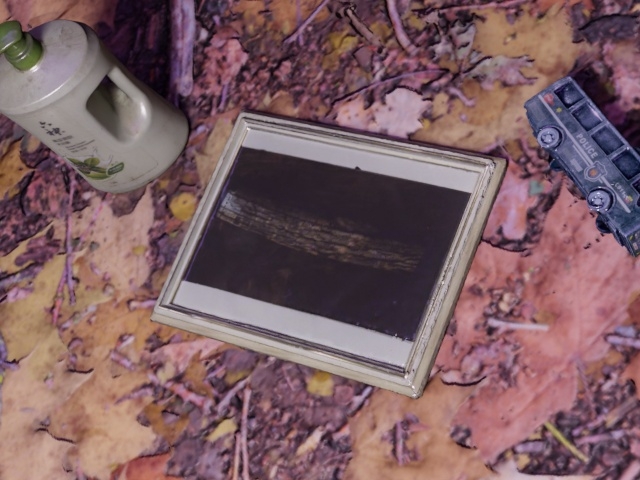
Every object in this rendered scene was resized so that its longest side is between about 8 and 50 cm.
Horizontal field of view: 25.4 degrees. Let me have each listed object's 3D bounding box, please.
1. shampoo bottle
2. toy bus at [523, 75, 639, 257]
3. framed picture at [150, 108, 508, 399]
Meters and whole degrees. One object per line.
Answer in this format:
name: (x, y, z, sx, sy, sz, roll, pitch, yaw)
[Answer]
shampoo bottle: (-0.228, -0.134, 1.322, 0.118, 0.234, 0.087, -30, 57, 11)
toy bus: (0.231, -0.064, 1.175, 0.065, 0.047, 0.166, -35, 56, 3)
framed picture: (0.000, 0.000, 1.277, 0.293, 0.018, 0.231, 13, 73, 31)
